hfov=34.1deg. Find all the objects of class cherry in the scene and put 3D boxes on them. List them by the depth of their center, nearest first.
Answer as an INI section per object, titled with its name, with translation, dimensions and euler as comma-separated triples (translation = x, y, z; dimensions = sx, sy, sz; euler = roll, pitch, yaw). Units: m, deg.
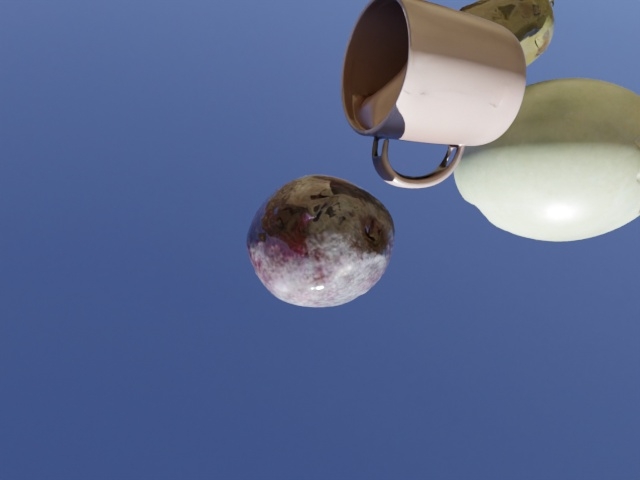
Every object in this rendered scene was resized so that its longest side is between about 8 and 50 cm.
[cherry]
translation = 0.008, 0.000, 1.364
dimensions = 0.195, 0.195, 0.195
euler = 12, -149, -7

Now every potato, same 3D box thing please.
[potato]
translation = 0.334, -0.388, 2.002
dimensions = 0.262, 0.165, 0.165
euler = -31, -132, -14

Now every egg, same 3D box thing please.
[egg]
translation = 0.398, -0.138, 1.790
dimensions = 0.336, 0.278, 0.278
euler = 1, -154, 22

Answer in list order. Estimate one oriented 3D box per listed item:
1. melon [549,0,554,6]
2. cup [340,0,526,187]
[melon]
translation = 0.417, -0.474, 2.322
dimensions = 0.139, 0.202, 0.093
euler = 18, -154, -29
[cup]
translation = 0.155, -0.195, 1.435
dimensions = 0.200, 0.252, 0.191
euler = 7, -179, -26
